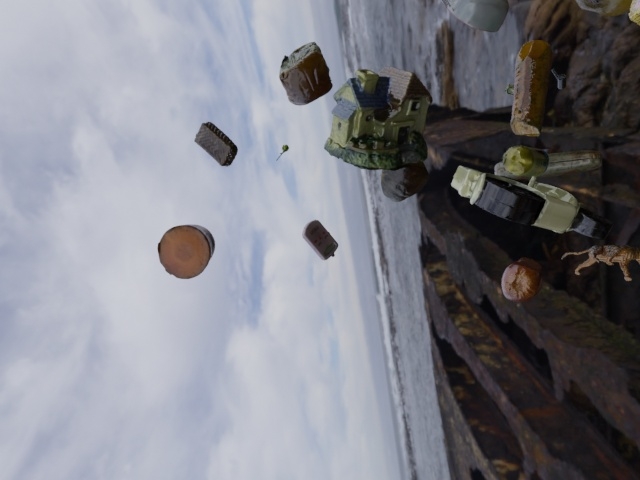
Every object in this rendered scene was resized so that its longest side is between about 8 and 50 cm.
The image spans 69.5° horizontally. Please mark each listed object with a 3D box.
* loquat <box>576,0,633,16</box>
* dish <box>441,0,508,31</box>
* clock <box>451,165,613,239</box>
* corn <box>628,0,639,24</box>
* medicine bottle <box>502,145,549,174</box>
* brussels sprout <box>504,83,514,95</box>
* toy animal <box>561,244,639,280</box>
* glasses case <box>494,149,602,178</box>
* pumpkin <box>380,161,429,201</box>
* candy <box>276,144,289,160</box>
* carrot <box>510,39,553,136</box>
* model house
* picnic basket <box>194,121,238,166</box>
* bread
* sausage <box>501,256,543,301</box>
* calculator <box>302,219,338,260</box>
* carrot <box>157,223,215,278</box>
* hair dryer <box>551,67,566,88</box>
[{"bbox_3d":[0.876,-0.777,1.387,0.213,0.213,0.213,-8,-90,-84],"label":"loquat"},{"bbox_3d":[0.547,-0.849,1.605,0.117,0.256,0.256,124,152,-46],"label":"dish"},{"bbox_3d":[0.576,-0.107,1.273,0.276,0.379,0.120,-116,42,-62],"label":"clock"},{"bbox_3d":[0.880,-0.546,1.144,0.081,0.248,0.081,-166,90,-77],"label":"corn"},{"bbox_3d":[0.810,-0.313,1.826,0.239,0.124,0.124,-4,-96,-49],"label":"medicine bottle"},{"bbox_3d":[0.736,-0.574,1.729,0.083,0.046,0.051,-23,95,57],"label":"brussels sprout"},{"bbox_3d":[0.948,0.051,1.569,0.114,0.255,0.116,46,-113,-31],"label":"toy animal"},{"bbox_3d":[0.994,-0.330,2.031,0.156,0.425,0.098,-4,-90,-65],"label":"glasses case"},{"bbox_3d":[0.362,-0.268,2.000,0.169,0.148,0.312,-50,-49,-19],"label":"pumpkin"},{"bbox_3d":[-0.197,-0.442,2.334,0.035,0.035,0.123,86,-153,-52],"label":"candy"},{"bbox_3d":[0.693,-0.502,1.523,0.114,0.114,0.301,9,-92,-84],"label":"carrot"},{"bbox_3d":[0.198,-0.392,1.446,0.261,0.321,0.266,41,134,45],"label":"model house"},{"bbox_3d":[-0.420,-0.384,1.837,0.193,0.110,0.055,43,-153,16],"label":"picnic basket"},{"bbox_3d":[-0.080,-0.817,2.270,0.279,0.250,0.225,54,-162,-62],"label":"bread"},{"bbox_3d":[0.482,0.093,1.092,0.300,0.083,0.089,-3,-73,-62],"label":"sausage"},{"bbox_3d":[0.000,0.000,1.827,0.175,0.100,0.032,49,153,-14],"label":"calculator"},{"bbox_3d":[-0.402,0.019,1.444,0.225,0.159,0.159,-108,9,-82],"label":"carrot"},{"bbox_3d":[0.796,-0.550,1.540,0.047,0.026,0.083,50,-154,-52],"label":"hair dryer"}]
